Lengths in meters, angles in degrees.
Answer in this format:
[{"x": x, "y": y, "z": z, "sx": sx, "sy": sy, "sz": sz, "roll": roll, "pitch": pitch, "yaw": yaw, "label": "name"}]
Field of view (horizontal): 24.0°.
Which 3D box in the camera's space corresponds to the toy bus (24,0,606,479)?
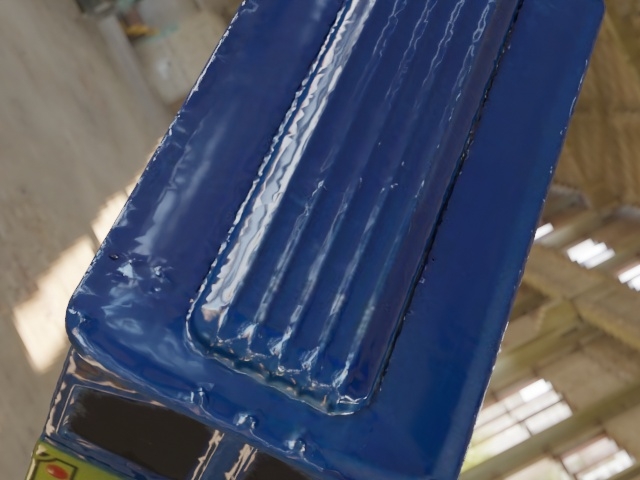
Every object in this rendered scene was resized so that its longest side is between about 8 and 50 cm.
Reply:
[{"x": 0.000, "y": 0.000, "z": 0.609, "sx": 0.138, "sy": 0.287, "sz": 0.175, "roll": 25, "pitch": -40, "yaw": -2, "label": "toy bus"}]
